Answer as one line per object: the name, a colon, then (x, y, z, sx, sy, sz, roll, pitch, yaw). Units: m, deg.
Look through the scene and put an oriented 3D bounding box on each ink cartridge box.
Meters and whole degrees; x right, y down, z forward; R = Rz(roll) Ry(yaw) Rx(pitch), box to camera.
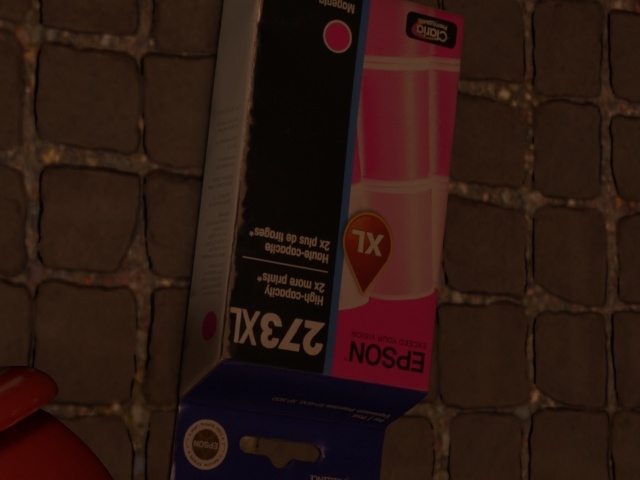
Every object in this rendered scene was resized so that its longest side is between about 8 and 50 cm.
ink cartridge box: (0.000, 0.000, 1.346, 0.176, 0.069, 0.370, 11, 82, -30)

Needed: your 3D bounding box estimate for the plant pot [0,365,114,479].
plant pot: (-0.207, 0.177, 1.128, 0.191, 0.191, 0.174, -25, 96, -30)
